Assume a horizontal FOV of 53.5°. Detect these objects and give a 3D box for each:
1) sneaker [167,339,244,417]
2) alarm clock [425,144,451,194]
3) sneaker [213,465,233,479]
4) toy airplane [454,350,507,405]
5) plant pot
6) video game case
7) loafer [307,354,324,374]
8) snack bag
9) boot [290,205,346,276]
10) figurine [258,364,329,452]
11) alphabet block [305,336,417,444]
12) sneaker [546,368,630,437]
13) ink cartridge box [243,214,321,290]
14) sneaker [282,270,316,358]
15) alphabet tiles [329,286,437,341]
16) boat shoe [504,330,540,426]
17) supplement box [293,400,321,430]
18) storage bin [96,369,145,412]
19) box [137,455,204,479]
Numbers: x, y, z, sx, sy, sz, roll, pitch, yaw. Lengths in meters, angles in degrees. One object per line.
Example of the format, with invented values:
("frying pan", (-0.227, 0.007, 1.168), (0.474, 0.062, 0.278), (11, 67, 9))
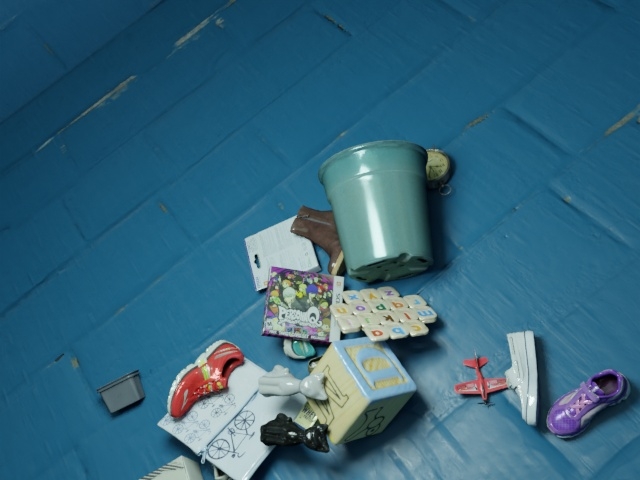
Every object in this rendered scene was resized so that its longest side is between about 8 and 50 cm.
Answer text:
("sneaker", (-0.329, 0.405, 1.839), (0.118, 0.107, 0.279), (25, 54, 26))
("alarm clock", (0.366, -0.216, 2.050), (0.129, 0.064, 0.192), (-28, 54, 3))
("sneaker", (-0.268, 0.596, 1.808), (0.069, 0.084, 0.186), (-13, 59, 13))
("toy airplane", (0.428, 0.372, 1.714), (0.151, 0.028, 0.151), (-3, 60, 6))
("plant pot", (0.182, -0.068, 1.885), (0.341, 0.341, 0.334), (-12, 71, 13))
("video game case", (-0.050, 0.194, 1.884), (0.232, 0.042, 0.210), (10, 65, -9))
("loafer", (0.029, 0.358, 1.856), (0.148, 0.050, 0.056), (-22, 57, 8))
("snack bag", (-0.244, 0.498, 1.828), (0.342, 0.037, 0.323), (26, 54, 30))
("boot", (0.000, 0.000, 2.029), (0.206, 0.090, 0.248), (12, 52, 11))
("figurine", (-0.060, 0.442, 1.669), (0.209, 0.092, 0.215), (-6, 85, 41))
("alphabet block", (0.100, 0.392, 1.682), (0.193, 0.192, 0.197), (56, 128, 35))
("sneaker", (0.662, 0.394, 1.574), (0.236, 0.104, 0.095), (-36, 58, -1))
("ink cartridge box", (-0.127, 0.045, 2.092), (0.224, 0.045, 0.223), (-22, 56, 8))
("sneaker", (-0.047, 0.229, 1.946), (0.109, 0.107, 0.275), (6, 67, 1))
("alphabet tiles", (0.176, 0.206, 1.798), (0.284, 0.021, 0.278), (-5, 23, -16))
("boat shoe", (0.526, 0.359, 1.660), (0.084, 0.095, 0.258), (-6, 50, 21))
("supplement box", (-0.021, 0.499, 1.773), (0.056, 0.083, 0.083), (25, 72, 30))
("storage bin", (-0.623, 0.480, 2.008), (0.135, 0.098, 0.091), (-26, 84, 4))
("box", (-0.473, 0.724, 1.796), (0.275, 0.113, 0.094), (-29, 55, 1))
